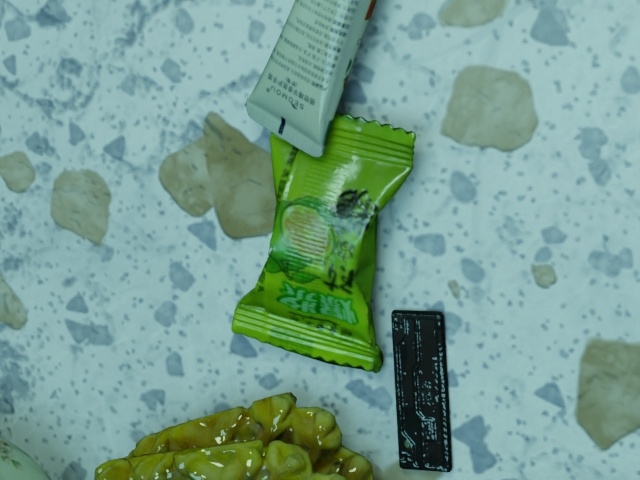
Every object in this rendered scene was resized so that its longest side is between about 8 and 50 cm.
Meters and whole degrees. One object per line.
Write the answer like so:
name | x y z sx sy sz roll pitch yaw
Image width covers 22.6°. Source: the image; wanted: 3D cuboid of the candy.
candy | 0.000 0.000 1.439 0.149 0.069 0.246 16 110 17

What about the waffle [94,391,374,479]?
waffle | -0.087 0.296 1.508 0.324 0.151 0.261 -21 92 20

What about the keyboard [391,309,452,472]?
keyboard | 0.093 0.138 1.466 0.053 0.010 0.155 2 104 22

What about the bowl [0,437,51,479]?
bowl | -0.362 0.308 1.636 0.277 0.145 0.277 7 108 22

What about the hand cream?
hand cream | 0.015 -0.211 1.372 0.095 0.059 0.276 34 111 28
